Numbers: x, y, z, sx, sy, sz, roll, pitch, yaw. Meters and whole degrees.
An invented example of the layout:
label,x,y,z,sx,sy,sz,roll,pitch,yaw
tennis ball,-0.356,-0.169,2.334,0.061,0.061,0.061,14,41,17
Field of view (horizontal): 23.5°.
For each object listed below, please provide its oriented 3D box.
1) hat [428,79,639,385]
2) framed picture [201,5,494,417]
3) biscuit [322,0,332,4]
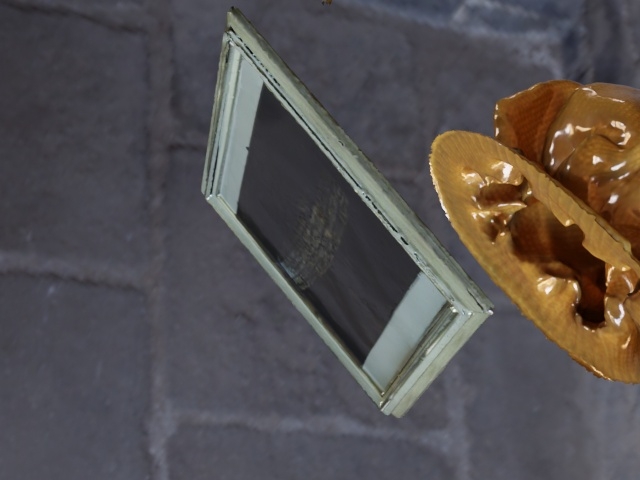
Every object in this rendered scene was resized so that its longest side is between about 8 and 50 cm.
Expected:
label,x,y,z,sx,sy,sz,roll,pitch,yaw
hat,0.251,-0.051,1.154,0.233,0.244,0.233,-38,100,-18
framed picture,0.000,0.000,0.983,0.018,0.293,0.231,-38,80,-16
biscuit,0.016,-0.218,0.723,0.016,0.231,0.139,20,75,9
